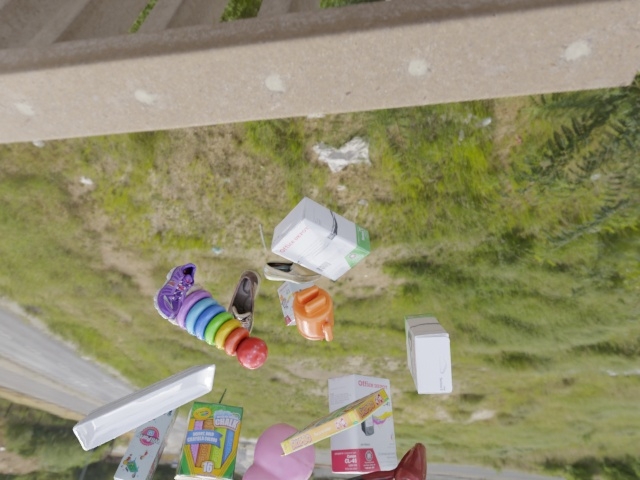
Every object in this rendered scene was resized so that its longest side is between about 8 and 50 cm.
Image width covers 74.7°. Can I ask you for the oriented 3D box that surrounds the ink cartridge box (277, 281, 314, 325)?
[{"bbox_3d":[-0.093,0.266,1.850,0.127,0.176,0.128,-2,153,-32],"label":"ink cartridge box"}]

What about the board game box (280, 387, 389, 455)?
[{"bbox_3d":[0.023,0.404,0.926,0.259,0.039,0.124,-41,160,30],"label":"board game box"}]

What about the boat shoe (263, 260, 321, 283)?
[{"bbox_3d":[-0.087,0.095,1.345,0.189,0.068,0.072,1,141,-12],"label":"boat shoe"}]

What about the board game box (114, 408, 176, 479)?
[{"bbox_3d":[-0.572,0.677,1.411,0.097,0.304,0.224,20,134,-5],"label":"board game box"}]

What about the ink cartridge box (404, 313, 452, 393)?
[{"bbox_3d":[0.375,0.390,1.483,0.114,0.199,0.273,-4,-177,5],"label":"ink cartridge box"}]

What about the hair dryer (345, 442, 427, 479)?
[{"bbox_3d":[0.187,0.644,1.161,0.293,0.080,0.223,-16,-176,-25],"label":"hair dryer"}]

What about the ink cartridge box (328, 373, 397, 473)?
[{"bbox_3d":[0.148,0.643,1.478,0.131,0.307,0.226,-23,147,38],"label":"ink cartridge box"}]

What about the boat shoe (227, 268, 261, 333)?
[{"bbox_3d":[-0.330,0.290,1.727,0.123,0.123,0.342,18,99,1],"label":"boat shoe"}]

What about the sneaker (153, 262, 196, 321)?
[{"bbox_3d":[-0.343,0.115,1.008,0.071,0.170,0.068,-28,127,24],"label":"sneaker"}]

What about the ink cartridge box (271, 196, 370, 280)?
[{"bbox_3d":[0.000,0.000,1.135,0.219,0.093,0.160,28,131,-26],"label":"ink cartridge box"}]

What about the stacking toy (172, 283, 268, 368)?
[{"bbox_3d":[-0.292,0.262,1.233,0.330,0.141,0.141,28,151,24],"label":"stacking toy"}]

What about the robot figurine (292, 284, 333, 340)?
[{"bbox_3d":[-0.021,0.232,1.328,0.157,0.128,0.220,12,142,14],"label":"robot figurine"}]

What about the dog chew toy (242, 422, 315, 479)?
[{"bbox_3d":[-0.155,0.767,1.335,0.206,0.332,0.207,23,150,15],"label":"dog chew toy"}]

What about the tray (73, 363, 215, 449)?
[{"bbox_3d":[-0.352,0.332,0.865,0.270,0.030,0.145,-18,149,-31],"label":"tray"}]

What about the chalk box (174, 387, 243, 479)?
[{"bbox_3d":[-0.378,0.666,1.453,0.179,0.289,0.180,13,144,-14],"label":"chalk box"}]
